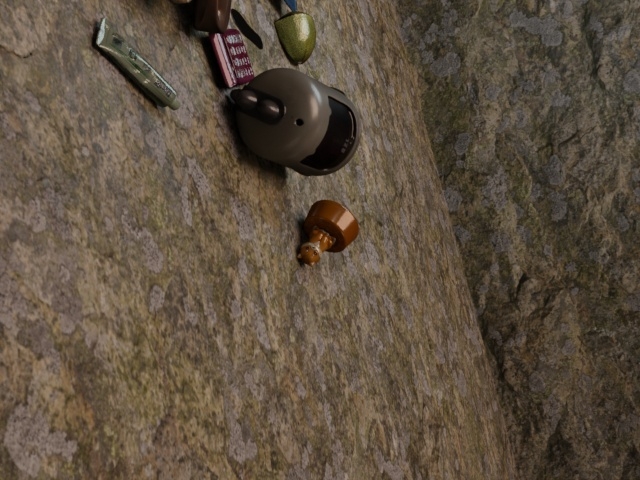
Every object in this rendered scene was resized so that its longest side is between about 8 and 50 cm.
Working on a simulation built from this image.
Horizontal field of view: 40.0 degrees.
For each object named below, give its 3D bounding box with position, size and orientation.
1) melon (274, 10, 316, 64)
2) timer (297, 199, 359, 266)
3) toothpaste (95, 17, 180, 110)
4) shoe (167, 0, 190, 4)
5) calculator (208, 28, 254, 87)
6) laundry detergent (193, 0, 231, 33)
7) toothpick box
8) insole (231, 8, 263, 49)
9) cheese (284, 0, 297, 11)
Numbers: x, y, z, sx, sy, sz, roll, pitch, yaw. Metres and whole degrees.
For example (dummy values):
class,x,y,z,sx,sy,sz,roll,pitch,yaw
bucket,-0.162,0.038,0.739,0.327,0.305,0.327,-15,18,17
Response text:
class,x,y,z,sx,sy,sz,roll,pitch,yaw
melon,-0.047,-0.534,2.330,0.160,0.079,0.128,6,69,-69
timer,0.000,0.000,2.062,0.152,0.132,0.132,-54,130,-36
toothpaste,-0.315,-0.296,1.533,0.218,0.041,0.064,45,41,-47
shoe,-0.292,-0.520,1.679,0.089,0.092,0.180,41,42,-49
calculator,-0.196,-0.398,1.921,0.190,0.034,0.126,-51,123,-72
laundry detergent,-0.207,-0.529,1.749,0.237,0.076,0.171,107,-13,-46
toothpick box,-0.066,-0.268,1.942,0.316,0.229,0.228,10,67,-66
insole,-0.173,-0.501,2.089,0.153,0.002,0.053,33,46,-61
cheese,-0.090,-0.755,2.367,0.204,0.083,0.320,43,37,-55
